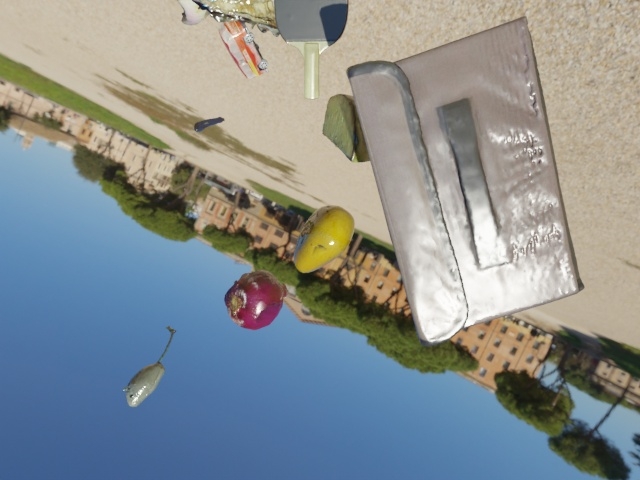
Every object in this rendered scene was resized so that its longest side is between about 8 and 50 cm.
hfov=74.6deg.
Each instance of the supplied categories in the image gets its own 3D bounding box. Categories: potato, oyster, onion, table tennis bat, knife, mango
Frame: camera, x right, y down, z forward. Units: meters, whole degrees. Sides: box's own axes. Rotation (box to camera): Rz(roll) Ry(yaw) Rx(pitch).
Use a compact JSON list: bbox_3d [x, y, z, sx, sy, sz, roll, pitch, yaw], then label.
[{"bbox_3d":[0.083,-0.176,0.661,0.120,0.081,0.149,4,-152,-21],"label":"potato"},{"bbox_3d":[-0.172,-0.438,0.785,0.260,0.092,0.198,-5,-153,-36],"label":"oyster"},{"bbox_3d":[-0.170,0.182,1.278,0.218,0.195,0.140,-1,-138,-47],"label":"onion"},{"bbox_3d":[-0.011,-0.249,0.496,0.087,0.156,0.013,2,-153,3],"label":"table tennis bat"},{"bbox_3d":[-0.391,-0.413,1.481,0.031,0.121,0.018,64,153,0],"label":"knife"},{"bbox_3d":[0.000,0.000,0.990,0.098,0.195,0.137,30,-156,-26],"label":"mango"}]

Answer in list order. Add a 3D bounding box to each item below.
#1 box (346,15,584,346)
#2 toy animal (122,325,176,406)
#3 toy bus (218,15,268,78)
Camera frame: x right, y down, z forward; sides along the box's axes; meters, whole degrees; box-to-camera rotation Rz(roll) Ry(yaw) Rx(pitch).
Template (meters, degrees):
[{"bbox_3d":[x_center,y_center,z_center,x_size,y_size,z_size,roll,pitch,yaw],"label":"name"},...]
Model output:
[{"bbox_3d":[0.136,-0.057,0.428,0.153,0.252,0.188,-16,-171,10],"label":"box"},{"bbox_3d":[-0.511,0.384,1.287,0.079,0.252,0.070,22,158,7],"label":"toy animal"},{"bbox_3d":[-0.198,-0.494,1.076,0.079,0.077,0.174,62,-175,18],"label":"toy bus"}]
